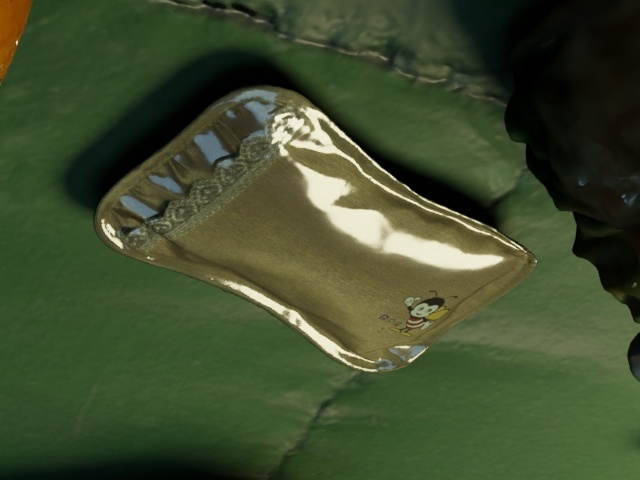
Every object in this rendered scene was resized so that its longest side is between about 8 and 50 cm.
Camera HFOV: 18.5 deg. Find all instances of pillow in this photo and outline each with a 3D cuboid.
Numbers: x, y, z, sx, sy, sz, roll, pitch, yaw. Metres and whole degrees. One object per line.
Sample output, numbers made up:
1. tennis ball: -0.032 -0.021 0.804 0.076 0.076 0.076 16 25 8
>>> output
1. pillow: 0.000 0.000 0.966 0.130 0.033 0.217 -37 133 26

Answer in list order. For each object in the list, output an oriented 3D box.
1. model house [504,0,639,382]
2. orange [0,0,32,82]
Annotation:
1. model house: 0.363 0.066 0.848 0.395 0.400 0.445 -30 137 18
2. orange: -0.210 -0.111 0.645 0.240 0.240 0.240 -6 140 -5
